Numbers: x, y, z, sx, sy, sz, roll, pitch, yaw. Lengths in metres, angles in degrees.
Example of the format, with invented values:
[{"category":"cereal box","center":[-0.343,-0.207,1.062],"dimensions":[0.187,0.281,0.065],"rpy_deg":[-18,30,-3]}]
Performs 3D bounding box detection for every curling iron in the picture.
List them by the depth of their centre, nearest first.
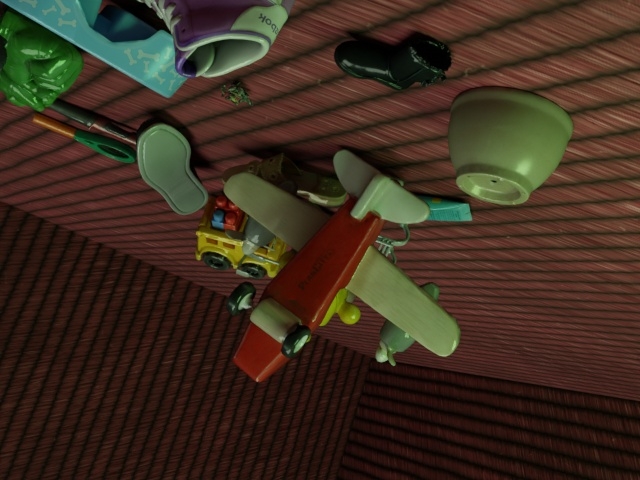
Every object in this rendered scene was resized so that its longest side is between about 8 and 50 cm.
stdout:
[{"category":"curling iron","center":[-0.457,-0.234,1.547],"dimensions":[0.274,0.035,0.068],"rpy_deg":[22,165,-18]}]

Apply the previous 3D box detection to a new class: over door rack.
[{"category":"over door rack","center":[0.000,0.000,1.571],"dimensions":[0.324,0.108,0.239],"rpy_deg":[9,148,-6]}]

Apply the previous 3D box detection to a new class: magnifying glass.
[{"category":"magnifying glass","center":[-0.521,-0.228,1.682],"dimensions":[0.231,0.026,0.092],"rpy_deg":[20,166,-17]}]

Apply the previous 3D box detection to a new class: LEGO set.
[{"category":"LEGO set","center":[-0.132,-0.234,1.190],"dimensions":[0.054,0.023,0.083],"rpy_deg":[31,174,-36]}]

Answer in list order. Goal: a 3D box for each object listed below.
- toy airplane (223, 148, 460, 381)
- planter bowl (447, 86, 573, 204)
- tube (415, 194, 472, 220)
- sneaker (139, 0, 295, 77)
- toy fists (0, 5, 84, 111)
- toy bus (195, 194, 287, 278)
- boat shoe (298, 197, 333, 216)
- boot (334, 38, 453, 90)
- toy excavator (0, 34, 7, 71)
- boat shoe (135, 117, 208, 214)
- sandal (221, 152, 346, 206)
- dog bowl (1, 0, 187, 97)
[{"category":"toy airplane","center":[0.025,0.039,1.329],"dimensions":[0.385,0.386,0.272],"rpy_deg":[-9,162,5]},{"category":"planter bowl","center":[0.239,-0.114,0.996],"dimensions":[0.162,0.109,0.162],"rpy_deg":[16,166,4]},{"category":"tube","center":[0.175,-0.062,1.406],"dimensions":[0.207,0.052,0.080],"rpy_deg":[7,168,19]},{"category":"sneaker","center":[-0.165,-0.262,0.828],"dimensions":[0.282,0.161,0.102],"rpy_deg":[12,166,27]},{"category":"toy fists","center":[-0.488,-0.288,1.262],"dimensions":[0.142,0.096,0.279],"rpy_deg":[25,163,-28]},{"category":"toy bus","center":[-0.193,-0.025,1.849],"dimensions":[0.220,0.149,0.211],"rpy_deg":[15,150,3]},{"category":"boat shoe","center":[-0.014,-0.042,1.672],"dimensions":[0.178,0.064,0.060],"rpy_deg":[21,164,-22]},{"category":"boot","center":[0.090,-0.219,0.912],"dimensions":[0.121,0.045,0.099],"rpy_deg":[17,170,-26]},{"category":"toy excavator","center":[-0.698,-0.333,1.152],"dimensions":[0.433,0.445,0.222],"rpy_deg":[-35,140,18]},{"category":"boat shoe","center":[-0.314,-0.157,1.526],"dimensions":[0.091,0.114,0.302],"rpy_deg":[54,166,26]},{"category":"sandal","center":[-0.064,-0.131,1.425],"dimensions":[0.240,0.088,0.079],"rpy_deg":[11,135,-1]},{"category":"dog bowl","center":[-0.291,-0.280,0.971],"dimensions":[0.297,0.074,0.166],"rpy_deg":[27,-174,-35]}]
